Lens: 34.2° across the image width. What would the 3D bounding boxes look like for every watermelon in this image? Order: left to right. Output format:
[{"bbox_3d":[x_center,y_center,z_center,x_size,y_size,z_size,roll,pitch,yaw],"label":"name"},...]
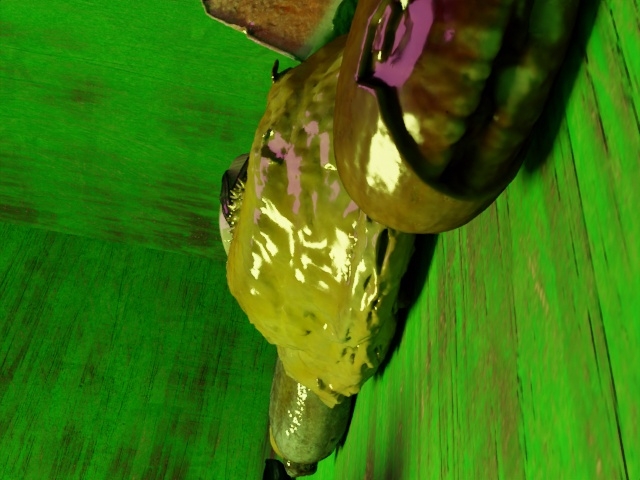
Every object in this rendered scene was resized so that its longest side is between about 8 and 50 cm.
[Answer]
[{"bbox_3d":[0.005,-0.366,1.412,0.319,0.292,0.222,-4,-63,-51],"label":"watermelon"}]

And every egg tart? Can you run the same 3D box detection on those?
[{"bbox_3d":[0.012,-0.050,0.907,0.351,0.153,0.340,111,172,-68],"label":"egg tart"}]

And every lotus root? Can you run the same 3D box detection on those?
[{"bbox_3d":[-0.011,0.176,1.118,0.113,0.088,0.192,-99,18,-60],"label":"lotus root"}]

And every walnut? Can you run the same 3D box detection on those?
[{"bbox_3d":[0.068,-0.097,0.503,0.116,0.115,0.207,-89,17,-70],"label":"walnut"}]

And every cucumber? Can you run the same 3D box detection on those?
[{"bbox_3d":[-0.069,0.418,1.675,0.284,0.056,0.056,-105,26,-75],"label":"cucumber"}]

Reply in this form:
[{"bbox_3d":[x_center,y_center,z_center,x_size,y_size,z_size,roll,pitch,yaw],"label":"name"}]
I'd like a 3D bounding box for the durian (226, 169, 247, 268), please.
[{"bbox_3d":[-0.006,-0.028,1.122,0.138,0.193,0.237,39,143,38],"label":"durian"}]

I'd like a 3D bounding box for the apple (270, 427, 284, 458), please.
[{"bbox_3d":[-0.030,0.245,1.330,0.084,0.071,0.084,-170,90,-87],"label":"apple"}]

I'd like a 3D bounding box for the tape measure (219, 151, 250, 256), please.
[{"bbox_3d":[-0.069,-0.059,1.648,0.231,0.133,0.271,48,-138,-42],"label":"tape measure"}]
